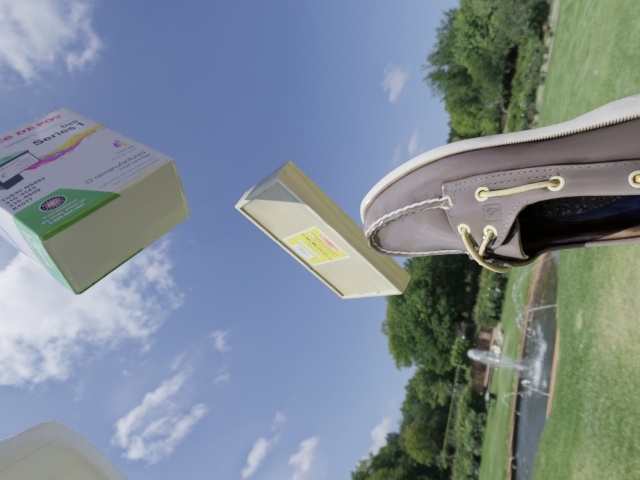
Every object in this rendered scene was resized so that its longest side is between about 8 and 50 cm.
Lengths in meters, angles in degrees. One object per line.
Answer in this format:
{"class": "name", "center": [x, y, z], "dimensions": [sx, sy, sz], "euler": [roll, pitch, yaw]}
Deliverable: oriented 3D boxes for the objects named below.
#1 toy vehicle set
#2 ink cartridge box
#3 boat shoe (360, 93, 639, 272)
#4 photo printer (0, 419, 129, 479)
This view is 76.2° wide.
{"class": "toy vehicle set", "center": [0.000, 0.000, 0.660], "dimensions": [0.267, 0.166, 0.035], "euler": [42, -118, -19]}
{"class": "ink cartridge box", "center": [-0.374, -0.076, 0.611], "dimensions": [0.201, 0.278, 0.117], "euler": [-45, -30, -35]}
{"class": "boat shoe", "center": [0.177, -0.029, 0.362], "dimensions": [0.116, 0.324, 0.097], "euler": [43, -135, -43]}
{"class": "photo printer", "center": [-0.222, 0.274, 0.249], "dimensions": [0.107, 0.256, 0.307], "euler": [-43, -8, 14]}
